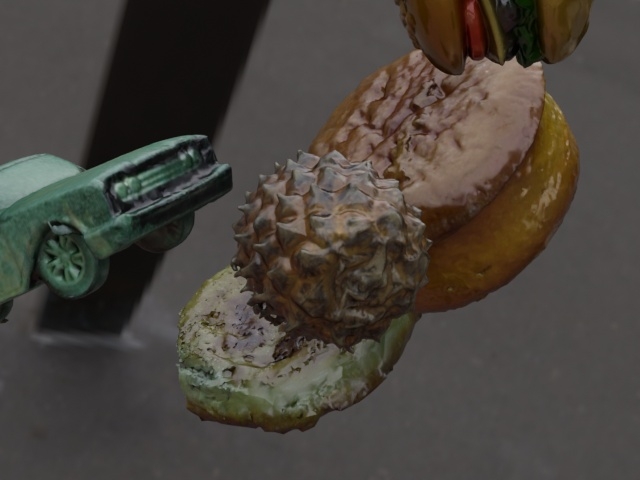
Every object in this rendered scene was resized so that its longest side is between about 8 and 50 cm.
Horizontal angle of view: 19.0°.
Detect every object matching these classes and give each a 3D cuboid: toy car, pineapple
[{"bbox_3d":[-0.214,0.008,1.243,0.141,0.320,0.097,-30,96,-55],"label":"toy car"},{"bbox_3d":[0.000,0.000,1.606,0.166,0.166,0.193,4,23,-26],"label":"pineapple"}]

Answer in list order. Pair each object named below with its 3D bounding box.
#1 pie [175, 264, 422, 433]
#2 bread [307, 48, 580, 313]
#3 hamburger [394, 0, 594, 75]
[{"bbox_3d":[-0.015,0.087,2.158,0.288,0.103,0.355,-15,29,18],"label":"pie"},{"bbox_3d":[0.116,-0.065,1.931,0.172,0.312,0.312,45,11,-31],"label":"bread"},{"bbox_3d":[0.094,-0.170,1.089,0.115,0.162,0.162,-13,28,3],"label":"hamburger"}]
